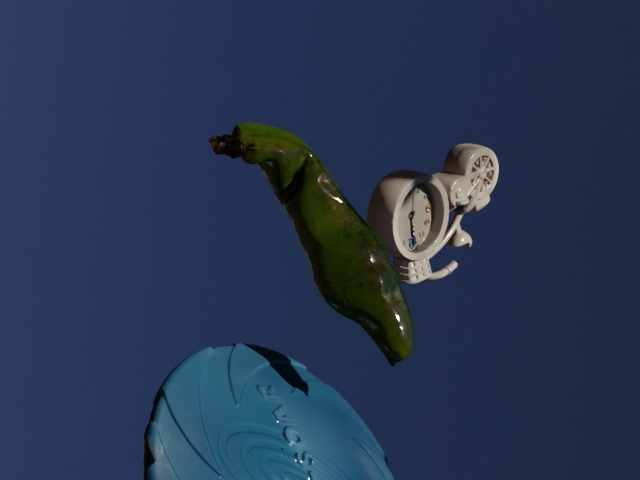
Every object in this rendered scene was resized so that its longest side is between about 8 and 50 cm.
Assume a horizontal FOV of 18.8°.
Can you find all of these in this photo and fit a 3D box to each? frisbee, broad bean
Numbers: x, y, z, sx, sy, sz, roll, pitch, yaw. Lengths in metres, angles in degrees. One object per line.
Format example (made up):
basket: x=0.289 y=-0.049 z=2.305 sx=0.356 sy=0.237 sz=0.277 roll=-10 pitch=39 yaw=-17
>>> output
frisbee: x=-0.015 y=0.173 z=1.273 sx=0.045 sy=0.242 sz=0.242 roll=-32 pitch=-129 yaw=36
broad bean: x=0.003 y=-0.007 z=1.289 sx=0.061 sy=0.195 sz=0.046 roll=-45 pitch=-171 yaw=-35

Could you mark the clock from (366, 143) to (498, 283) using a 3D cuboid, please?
clock: x=0.087 y=-0.023 z=1.442 sx=0.041 sy=0.129 sz=0.087 roll=12 pitch=-56 yaw=42
